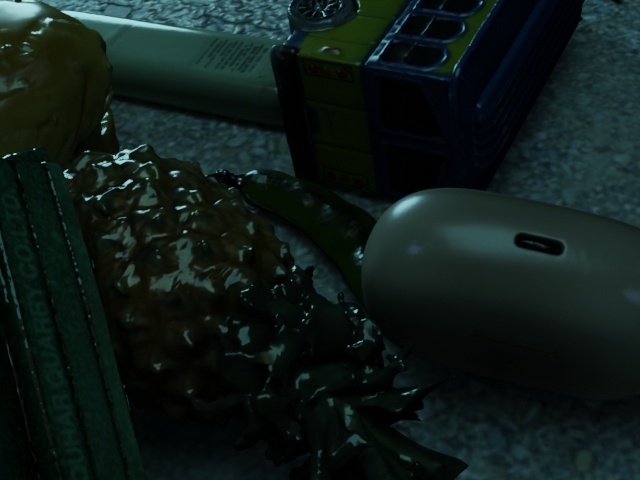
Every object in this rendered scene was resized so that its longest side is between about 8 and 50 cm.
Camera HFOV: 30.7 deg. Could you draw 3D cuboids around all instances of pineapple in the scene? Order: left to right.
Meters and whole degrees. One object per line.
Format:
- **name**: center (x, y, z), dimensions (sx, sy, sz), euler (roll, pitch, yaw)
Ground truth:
- **pineapple**: center (-0.033, 0.068, 0.696), dimensions (0.340, 0.169, 0.169), euler (32, 58, 34)

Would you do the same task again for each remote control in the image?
- **remote control**: center (-0.136, -0.158, 1.037), dimensions (0.309, 0.038, 0.090), euler (12, 49, 23)

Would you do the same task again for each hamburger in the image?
- **hamburger**: center (-0.315, -0.079, 0.906), dimensions (0.318, 0.158, 0.319), euler (-7, 42, 6)

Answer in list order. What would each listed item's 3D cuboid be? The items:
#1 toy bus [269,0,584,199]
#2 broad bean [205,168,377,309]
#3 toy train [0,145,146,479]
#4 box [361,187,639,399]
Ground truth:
- **toy bus**: center (0.097, -0.167, 0.928), dimensions (0.175, 0.138, 0.288), euler (14, 49, 25)
- **broad bean**: center (0.004, -0.003, 0.848), dimensions (0.069, 0.039, 0.227), euler (-31, 46, -29)
- **toy train**: center (-0.191, 0.097, 0.592), dimensions (0.138, 0.178, 0.330), euler (-24, 74, 21)
- **box**: center (0.123, 0.033, 0.702), dimensions (0.200, 0.146, 0.088), euler (14, 64, 8)
